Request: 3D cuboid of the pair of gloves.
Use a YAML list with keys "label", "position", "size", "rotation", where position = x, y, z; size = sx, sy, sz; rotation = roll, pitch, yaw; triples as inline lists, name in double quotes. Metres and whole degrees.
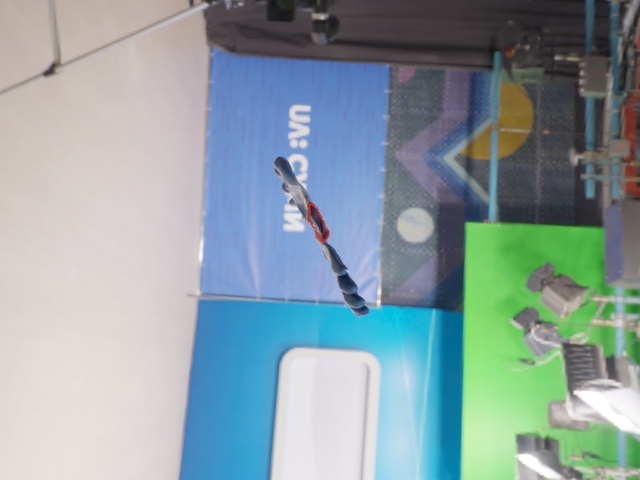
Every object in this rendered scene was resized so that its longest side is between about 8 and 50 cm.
- label: "pair of gloves"
  position: [0.000, 0.000, 0.814]
  size: [0.198, 0.023, 0.159]
  rotation: [63, -3, -28]
